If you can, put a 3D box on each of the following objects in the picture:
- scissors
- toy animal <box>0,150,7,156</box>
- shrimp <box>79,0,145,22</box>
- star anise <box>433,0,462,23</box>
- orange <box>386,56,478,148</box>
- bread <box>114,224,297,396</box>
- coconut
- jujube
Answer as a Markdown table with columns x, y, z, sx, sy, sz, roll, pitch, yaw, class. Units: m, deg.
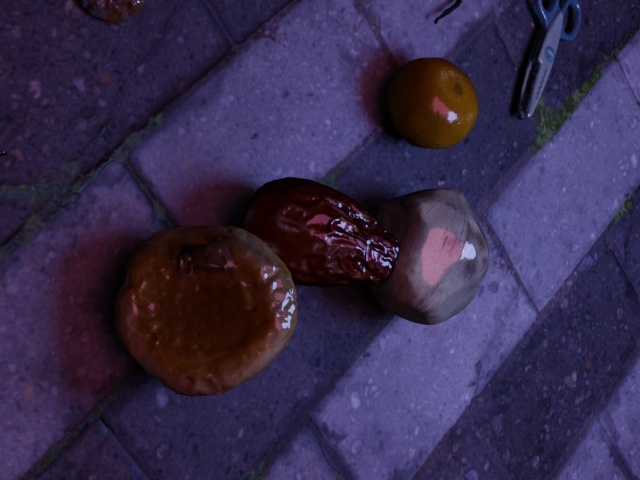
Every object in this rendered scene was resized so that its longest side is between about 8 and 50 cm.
| x | y | z | sx | sy | sz | roll | pitch | yaw | class |
| --- | --- | --- | --- | --- | --- | --- | --- | --- | --- |
| 0.408 | -0.345 | 1.994 | 0.138 | 0.041 | 0.289 | 36 | 67 | -40 | scissors |
| -0.467 | -0.076 | 1.296 | 0.202 | 0.070 | 0.105 | -51 | 137 | -31 | toy animal |
| -0.264 | -0.375 | 1.429 | 0.101 | 0.042 | 0.190 | 4 | 117 | -22 | shrimp |
| 0.241 | -0.444 | 1.855 | 0.097 | 0.070 | 0.191 | 38 | 66 | -2 | star anise |
| 0.177 | -0.218 | 1.767 | 0.154 | 0.134 | 0.155 | 20 | 54 | -31 | orange |
| -0.153 | 0.088 | 1.471 | 0.244 | 0.134 | 0.245 | 0 | 86 | 3 | bread |
| 0.169 | 0.015 | 1.710 | 0.224 | 0.224 | 0.224 | 0 | 89 | -38 | coconut |
| 0.000 | 0.000 | 1.572 | 0.236 | 0.168 | 0.168 | 20 | 76 | -8 | jujube |
